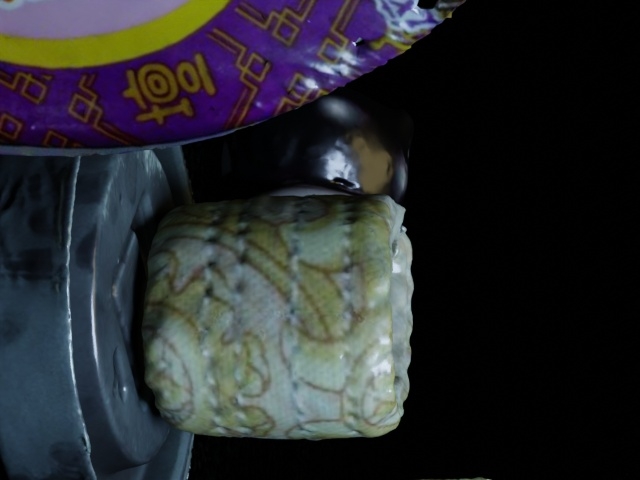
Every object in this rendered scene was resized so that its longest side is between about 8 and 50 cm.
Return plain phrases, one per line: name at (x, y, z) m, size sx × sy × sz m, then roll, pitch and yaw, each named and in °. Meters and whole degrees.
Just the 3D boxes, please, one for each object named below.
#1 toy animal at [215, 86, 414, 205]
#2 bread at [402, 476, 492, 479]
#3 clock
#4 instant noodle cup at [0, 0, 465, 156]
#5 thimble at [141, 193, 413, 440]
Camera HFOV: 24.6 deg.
toy animal at (-0.008, -0.003, 1.250) m, size 0.187 × 0.165 × 0.235 m, roll 64°, pitch 27°, yaw -63°
bread at (0.051, 0.289, 1.353) m, size 0.362 × 0.233 × 0.245 m, roll -59°, pitch 144°, yaw -80°
clock at (-0.126, 0.037, 0.856) m, size 0.280 × 0.055 × 0.281 m, roll -2°, pitch 90°, yaw -81°
instant noodle cup at (-0.082, -0.234, 0.460) m, size 0.340 × 0.339 × 0.266 m, roll 78°, pitch 6°, yaw -46°
thimble at (-0.020, 0.037, 0.888) m, size 0.190 × 0.143 × 0.137 m, roll -78°, pitch 163°, yaw -57°
